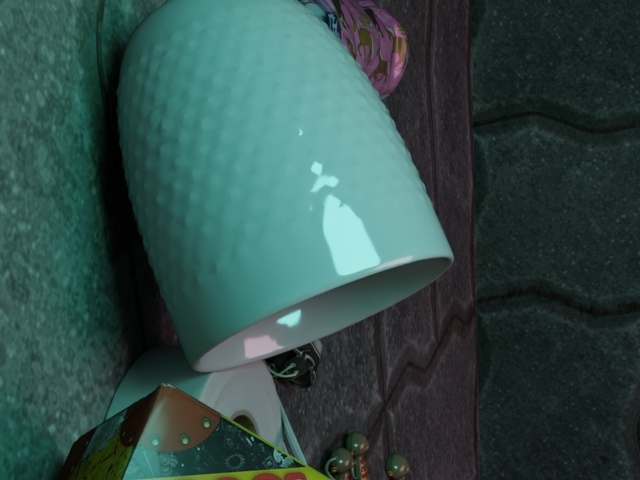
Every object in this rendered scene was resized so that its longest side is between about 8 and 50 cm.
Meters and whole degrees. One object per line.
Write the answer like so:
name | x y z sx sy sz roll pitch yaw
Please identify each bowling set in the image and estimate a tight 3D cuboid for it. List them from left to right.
bowling set | 0.102 0.408 1.748 0.287 0.199 0.154 -54 140 -67

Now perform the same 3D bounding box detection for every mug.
mug | -0.050 -0.066 1.117 0.374 0.276 0.328 47 19 -77

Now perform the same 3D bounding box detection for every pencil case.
pencil case | 0.007 -0.265 1.496 0.160 0.167 0.386 58 18 6

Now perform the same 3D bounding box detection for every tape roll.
tape roll | -0.133 0.256 1.168 0.286 0.100 0.286 1 90 -72

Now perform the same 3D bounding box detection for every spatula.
spatula | -0.047 0.253 1.346 0.242 0.019 0.168 -120 -154 -52

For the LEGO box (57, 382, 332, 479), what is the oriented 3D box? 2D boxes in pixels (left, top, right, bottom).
LEGO box | -0.030 0.412 0.885 0.500 0.193 0.373 34 50 -19

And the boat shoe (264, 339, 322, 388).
boat shoe | -0.042 0.155 1.475 0.219 0.077 0.070 50 43 -66
